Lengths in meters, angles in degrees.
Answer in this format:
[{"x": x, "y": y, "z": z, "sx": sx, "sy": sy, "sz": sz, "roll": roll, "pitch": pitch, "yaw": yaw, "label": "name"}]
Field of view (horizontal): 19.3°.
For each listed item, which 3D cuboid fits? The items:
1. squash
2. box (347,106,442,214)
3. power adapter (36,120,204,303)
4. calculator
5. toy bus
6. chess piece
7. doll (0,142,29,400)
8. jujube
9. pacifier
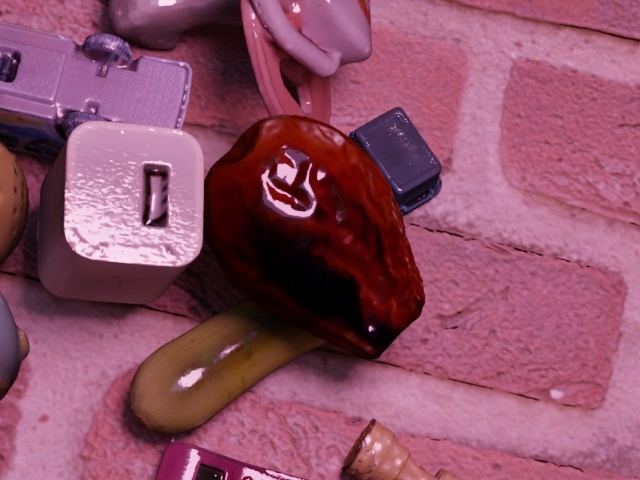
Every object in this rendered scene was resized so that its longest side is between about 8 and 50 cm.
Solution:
[{"x": -0.068, "y": 0.101, "z": 1.751, "sx": 0.250, "sy": 0.083, "sz": 0.083, "roll": -28, "pitch": 78, "yaw": -21, "label": "squash"}, {"x": 0.073, "y": -0.080, "z": 1.848, "sx": 0.074, "sy": 0.054, "sz": 0.099, "roll": -30, "pitch": 78, "yaw": -20, "label": "box"}, {"x": -0.190, "y": -0.013, "z": 1.700, "sx": 0.125, "sy": 0.205, "sz": 0.130, "roll": 5, "pitch": 74, "yaw": -17, "label": "power adapter"}, {"x": -0.067, "y": 0.267, "z": 1.715, "sx": 0.191, "sy": 0.034, "sz": 0.126, "roll": 19, "pitch": 68, "yaw": -9, "label": "calculator"}, {"x": -0.291, "y": -0.141, "z": 1.761, "sx": 0.330, "sy": 0.136, "sz": 0.109, "roll": 13, "pitch": 68, "yaw": -5, "label": "toy bus"}, {"x": 0.107, "y": 0.233, "z": 1.747, "sx": 0.172, "sy": 0.060, "sz": 0.060, "roll": 32, "pitch": 69, "yaw": -1, "label": "chess piece"}, {"x": -0.341, "y": 0.018, "z": 1.677, "sx": 0.162, "sy": 0.177, "sz": 0.260, "roll": -1, "pitch": 74, "yaw": -6, "label": "doll"}, {"x": 0.000, "y": 0.000, "z": 1.681, "sx": 0.168, "sy": 0.168, "sz": 0.236, "roll": -45, "pitch": 103, "yaw": -20, "label": "jujube"}, {"x": -0.055, "y": -0.240, "z": 1.804, "sx": 0.220, "sy": 0.273, "sz": 0.332, "roll": 12, "pitch": 65, "yaw": -34, "label": "pacifier"}]
